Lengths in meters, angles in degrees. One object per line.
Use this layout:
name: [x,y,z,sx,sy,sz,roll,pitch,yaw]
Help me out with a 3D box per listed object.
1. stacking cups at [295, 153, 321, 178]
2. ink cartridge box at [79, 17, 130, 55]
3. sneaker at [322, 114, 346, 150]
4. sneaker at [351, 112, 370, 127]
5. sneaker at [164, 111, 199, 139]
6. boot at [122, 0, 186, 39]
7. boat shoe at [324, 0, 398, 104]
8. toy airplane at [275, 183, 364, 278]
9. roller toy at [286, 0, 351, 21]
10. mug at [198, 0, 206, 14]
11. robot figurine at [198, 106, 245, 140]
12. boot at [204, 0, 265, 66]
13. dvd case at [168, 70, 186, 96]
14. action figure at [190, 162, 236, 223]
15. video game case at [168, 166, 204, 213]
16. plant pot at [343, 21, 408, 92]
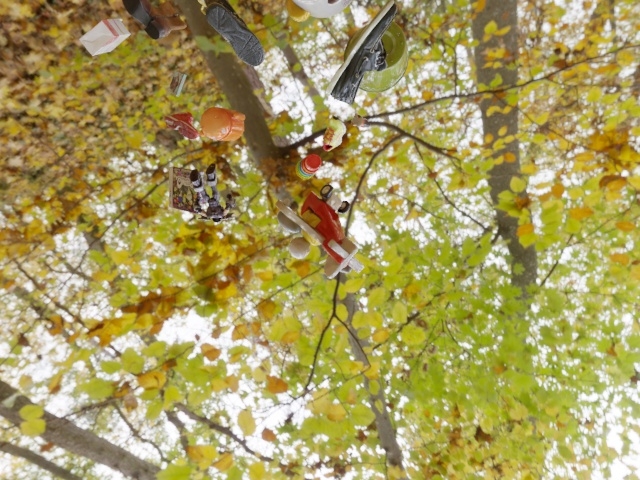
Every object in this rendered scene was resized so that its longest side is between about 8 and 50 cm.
stacking cups: [-0.044,-0.328,1.908,0.096,0.096,0.316,-37,-169,-5]
ink cartridge box: [-0.772,-0.743,1.556,0.115,0.067,0.198,-30,-154,14]
sneaker: [0.052,-0.466,1.895,0.081,0.208,0.094,41,-108,16]
sneaker: [0.199,-0.580,2.100,0.158,0.065,0.061,-112,-139,-58]
sneaker: [-0.656,-0.586,2.122,0.221,0.087,0.128,32,-128,18]
boot: [-0.785,-1.113,2.037,0.096,0.264,0.280,-27,-153,32]
boat shoe: [0.137,-0.521,1.235,0.340,0.113,0.127,-45,-167,46]
toy airplane: [0.000,0.000,1.611,0.272,0.386,0.384,-33,179,19]
roller toy: [-0.001,-0.664,1.056,0.191,0.209,0.146,3,-172,19]
mug: [-0.386,-0.837,1.502,0.062,0.064,0.078,-47,179,-20]
robot figurine: [-0.386,-0.454,1.678,0.158,0.128,0.219,19,-164,14]
boot: [-0.275,-0.682,1.356,0.085,0.236,0.178,-35,-129,17]
dvd case: [-0.557,-0.610,1.657,0.119,0.013,0.087,39,-72,46]
action figure: [-0.457,-0.178,1.808,0.185,0.285,0.099,-11,-135,-5]
video game case: [-0.666,-0.251,2.120,0.232,0.210,0.042,14,-164,33]
plant pot: [0.307,-0.989,2.242,0.366,0.366,0.353,-27,-170,7]
